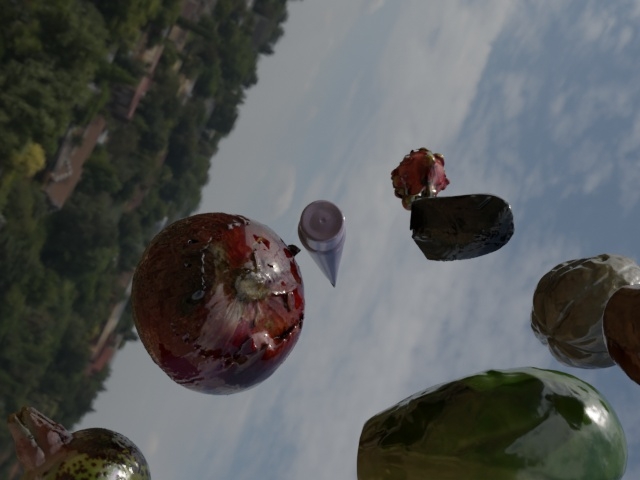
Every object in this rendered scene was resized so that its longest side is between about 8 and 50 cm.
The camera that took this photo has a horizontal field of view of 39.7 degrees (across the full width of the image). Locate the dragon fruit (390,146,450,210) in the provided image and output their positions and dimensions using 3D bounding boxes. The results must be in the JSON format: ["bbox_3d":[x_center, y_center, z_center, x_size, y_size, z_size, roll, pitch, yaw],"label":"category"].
[{"bbox_3d":[0.237,-0.139,2.141,0.150,0.133,0.208,-43,-169,37],"label":"dragon fruit"}]

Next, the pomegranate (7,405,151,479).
[{"bbox_3d":[-0.360,0.337,1.256,0.214,0.248,0.214,-33,-168,8],"label":"pomegranate"}]

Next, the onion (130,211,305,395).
[{"bbox_3d":[-0.154,0.094,1.325,0.276,0.276,0.276,-61,-171,18],"label":"onion"}]

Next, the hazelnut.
[{"bbox_3d":[0.421,0.120,1.085,0.154,0.143,0.143,26,-89,58],"label":"hazelnut"}]

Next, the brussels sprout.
[{"bbox_3d":[0.234,0.310,1.224,0.315,0.371,0.276,-32,110,-80],"label":"brussels sprout"}]

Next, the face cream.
[{"bbox_3d":[0.000,0.000,1.854,0.096,0.154,0.274,-30,165,-10],"label":"face cream"}]

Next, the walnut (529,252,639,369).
[{"bbox_3d":[0.478,0.122,1.543,0.224,0.224,0.224,-61,-171,18],"label":"walnut"}]

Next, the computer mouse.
[{"bbox_3d":[0.245,-0.024,1.588,0.073,0.122,0.217,-22,-169,-40],"label":"computer mouse"}]
